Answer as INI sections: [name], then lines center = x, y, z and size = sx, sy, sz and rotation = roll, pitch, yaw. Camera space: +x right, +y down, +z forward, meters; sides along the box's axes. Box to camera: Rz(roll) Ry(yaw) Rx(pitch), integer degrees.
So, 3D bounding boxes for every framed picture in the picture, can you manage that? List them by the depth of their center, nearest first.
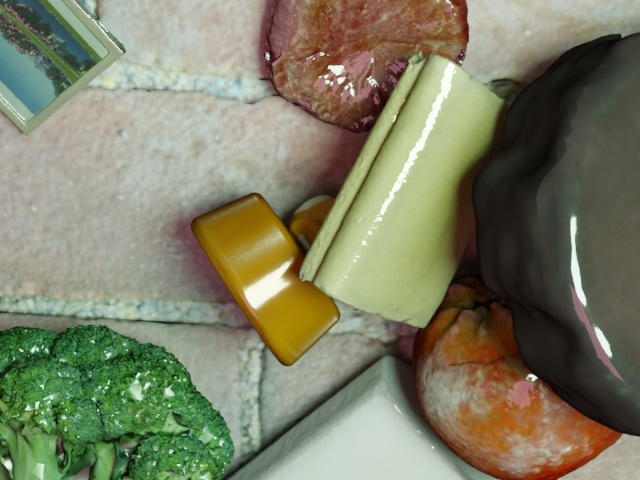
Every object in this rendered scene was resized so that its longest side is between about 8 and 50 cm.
[framed picture]
center = -0.232, -0.162, 0.995
size = 0.109, 0.011, 0.149
rotation = -36, 109, 22

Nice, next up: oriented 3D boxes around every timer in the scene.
[timer]
center = 0.000, 0.000, 1.009
size = 0.152, 0.132, 0.132
rotation = -34, 111, -2

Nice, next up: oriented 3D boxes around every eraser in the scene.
[eraser]
center = 0.018, 0.234, 1.130
size = 0.174, 0.095, 0.270
rotation = 42, 114, -15

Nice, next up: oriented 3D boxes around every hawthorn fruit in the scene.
[hawthorn fruit]
center = 0.153, 0.101, 1.008
size = 0.173, 0.173, 0.173
rotation = 3, 118, 5

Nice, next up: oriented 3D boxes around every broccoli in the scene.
[broccoli]
center = -0.195, 0.197, 1.046
size = 0.270, 0.270, 0.270
rotation = 10, 141, 8

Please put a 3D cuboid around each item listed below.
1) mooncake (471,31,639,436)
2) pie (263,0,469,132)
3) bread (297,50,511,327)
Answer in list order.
[mooncake]
center = 0.236, -0.003, 0.896
size = 0.283, 0.141, 0.283
rotation = 3, 82, -21
[pie]
center = 0.032, -0.144, 0.958
size = 0.153, 0.038, 0.153
rotation = 2, 118, 3
[bread]
center = 0.069, -0.031, 0.945
size = 0.060, 0.139, 0.178
rotation = 30, 93, 36
